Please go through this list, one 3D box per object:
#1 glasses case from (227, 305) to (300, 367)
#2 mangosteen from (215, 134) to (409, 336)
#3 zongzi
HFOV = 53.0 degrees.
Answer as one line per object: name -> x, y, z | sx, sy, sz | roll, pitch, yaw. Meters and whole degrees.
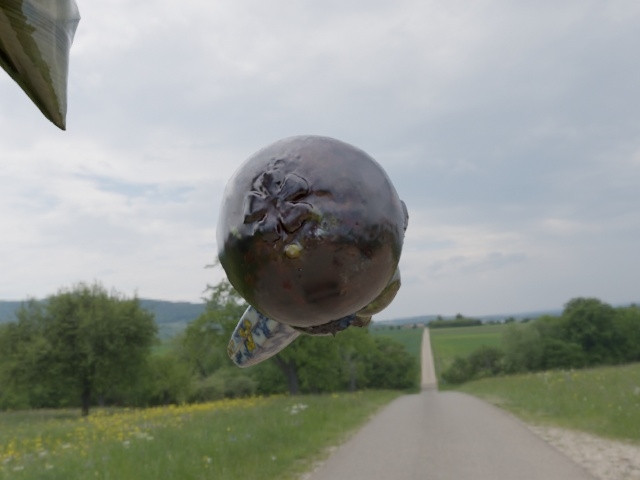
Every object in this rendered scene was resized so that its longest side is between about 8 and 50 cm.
glasses case -> -0.046, 0.088, 0.805 | 0.087, 0.065, 0.248 | -17, -23, -38
mangosteen -> 0.000, -0.007, 0.555 | 0.172, 0.173, 0.184 | -10, -6, 33
zongzi -> -0.259, -0.166, 0.421 | 0.204, 0.204, 0.094 | -3, 0, 5
